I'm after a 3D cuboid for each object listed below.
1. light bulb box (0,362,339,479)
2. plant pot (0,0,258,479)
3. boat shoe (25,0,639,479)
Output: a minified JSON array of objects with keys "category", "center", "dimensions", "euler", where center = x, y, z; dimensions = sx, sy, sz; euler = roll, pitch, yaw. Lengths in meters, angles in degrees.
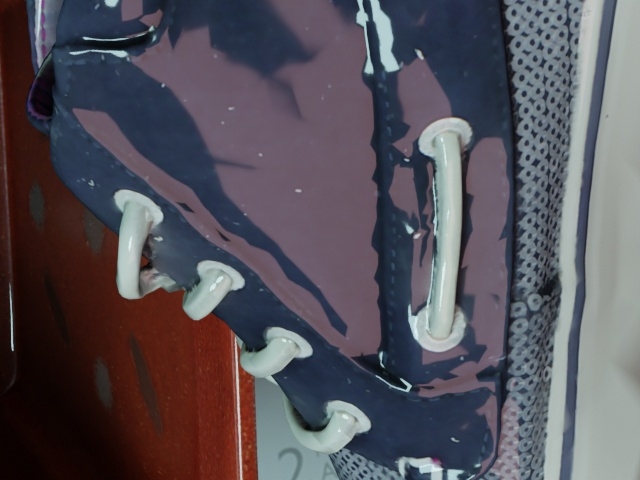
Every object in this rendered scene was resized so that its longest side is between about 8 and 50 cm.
[{"category":"light bulb box","center":[-0.077,0.127,0.909],"dimensions":[0.358,0.225,0.361],"euler":[-16,151,6]},{"category":"plant pot","center":[-0.178,0.007,0.600],"dimensions":[0.267,0.267,0.236],"euler":[-4,-169,-15]},{"category":"boat shoe","center":[0.000,0.000,0.476],"dimensions":[0.158,0.127,0.340],"euler":[-4,115,-15]}]
